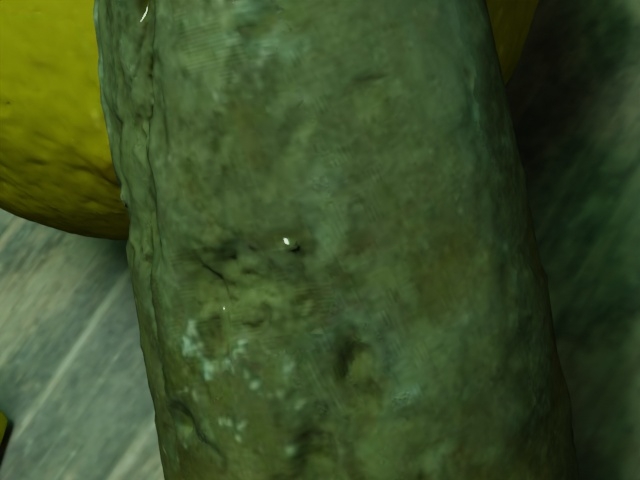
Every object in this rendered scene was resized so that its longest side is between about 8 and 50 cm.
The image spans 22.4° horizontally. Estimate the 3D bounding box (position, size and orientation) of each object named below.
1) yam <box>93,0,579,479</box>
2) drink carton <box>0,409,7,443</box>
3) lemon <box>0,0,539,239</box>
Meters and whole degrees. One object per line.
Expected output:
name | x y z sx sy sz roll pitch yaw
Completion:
yam | 0.000 0.000 0.473 0.133 0.330 0.133 -9 16 3
drink carton | -0.318 0.136 0.705 0.351 0.111 0.154 -13 48 28
lemon | -0.048 -0.121 0.632 0.284 0.260 0.260 -13 46 47
